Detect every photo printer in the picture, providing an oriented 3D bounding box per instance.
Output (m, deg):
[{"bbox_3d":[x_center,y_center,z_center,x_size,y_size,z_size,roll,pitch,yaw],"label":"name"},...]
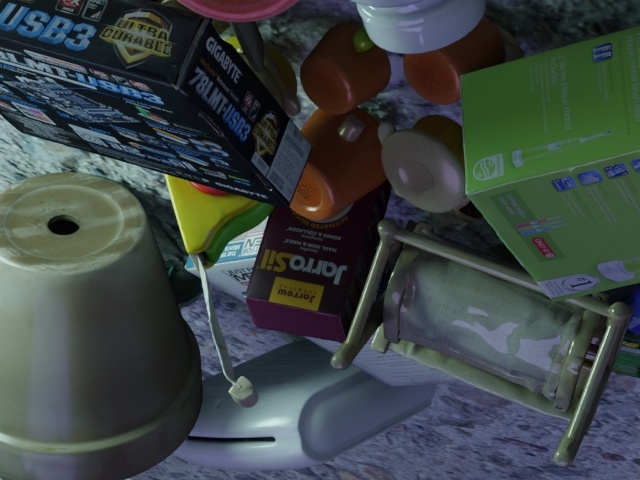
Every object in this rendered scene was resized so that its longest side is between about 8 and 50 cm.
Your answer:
[{"bbox_3d":[-0.035,0.212,2.146,0.256,0.107,0.307,-4,-170,38],"label":"photo printer"}]

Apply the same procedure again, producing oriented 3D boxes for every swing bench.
[{"bbox_3d":[0.173,0.091,1.690,0.253,0.165,0.255,21,-174,11],"label":"swing bench"}]

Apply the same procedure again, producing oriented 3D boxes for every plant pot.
[{"bbox_3d":[-0.296,0.085,1.971,0.323,0.323,0.280,13,130,8],"label":"plant pot"}]

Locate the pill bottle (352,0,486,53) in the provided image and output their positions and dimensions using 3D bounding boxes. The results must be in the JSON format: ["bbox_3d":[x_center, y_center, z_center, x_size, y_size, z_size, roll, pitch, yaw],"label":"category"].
[{"bbox_3d":[0.044,-0.228,1.090,0.118,0.117,0.208,4,138,26],"label":"pill bottle"}]

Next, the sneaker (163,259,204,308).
[{"bbox_3d":[-0.224,0.046,2.148,0.167,0.065,0.076,1,149,28],"label":"sneaker"}]

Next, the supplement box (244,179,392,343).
[{"bbox_3d":[0.000,0.000,1.706,0.104,0.188,0.081,11,157,12],"label":"supplement box"}]

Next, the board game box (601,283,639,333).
[{"bbox_3d":[0.487,0.059,1.682,0.318,0.065,0.318,19,158,-7],"label":"board game box"}]

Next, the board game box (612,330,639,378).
[{"bbox_3d":[0.404,0.135,1.938,0.260,0.030,0.136,13,162,-13],"label":"board game box"}]

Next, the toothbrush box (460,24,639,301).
[{"bbox_3d":[0.281,-0.070,1.343,0.283,0.122,0.206,-13,147,24],"label":"toothbrush box"}]

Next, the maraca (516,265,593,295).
[{"bbox_3d":[0.223,0.076,1.872,0.186,0.099,0.127,-7,166,-14],"label":"maraca"}]

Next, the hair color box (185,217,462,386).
[{"bbox_3d":[0.035,0.054,1.926,0.347,0.105,0.174,32,154,-35],"label":"hair color box"}]

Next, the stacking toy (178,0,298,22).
[{"bbox_3d":[-0.119,-0.316,1.180,0.309,0.130,0.279,16,128,-10],"label":"stacking toy"}]

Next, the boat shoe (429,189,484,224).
[{"bbox_3d":[0.130,-0.059,1.654,0.059,0.063,0.170,5,165,19],"label":"boat shoe"}]

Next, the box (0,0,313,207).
[{"bbox_3d":[-0.184,-0.136,1.407,0.296,0.073,0.293,16,166,21],"label":"box"}]

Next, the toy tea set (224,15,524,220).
[{"bbox_3d":[0.062,-0.128,1.512,0.336,0.124,0.200,-3,123,46],"label":"toy tea set"}]

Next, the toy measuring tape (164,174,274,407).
[{"bbox_3d":[-0.076,-0.008,1.624,0.121,0.330,0.121,-16,162,-5],"label":"toy measuring tape"}]

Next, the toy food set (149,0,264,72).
[{"bbox_3d":[-0.213,-0.226,1.432,0.306,0.092,0.219,8,157,17],"label":"toy food set"}]
